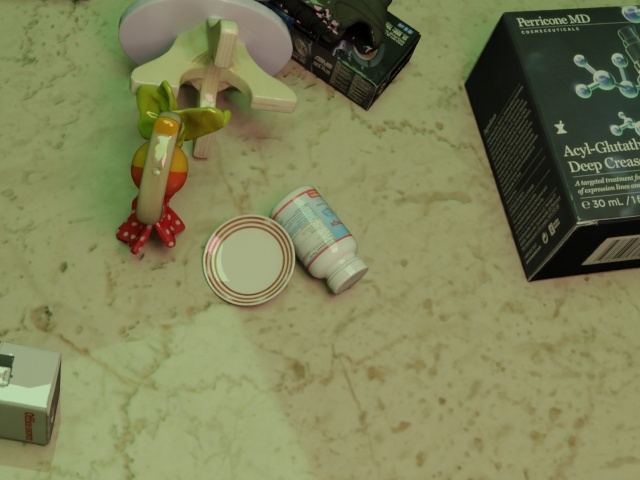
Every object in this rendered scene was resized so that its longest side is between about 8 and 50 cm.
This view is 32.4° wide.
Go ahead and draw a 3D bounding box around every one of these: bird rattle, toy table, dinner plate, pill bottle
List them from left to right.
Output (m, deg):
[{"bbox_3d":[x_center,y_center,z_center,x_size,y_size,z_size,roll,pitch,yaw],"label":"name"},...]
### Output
[{"bbox_3d":[-0.239,-0.100,1.580,0.143,0.207,0.253,22,95,-4],"label":"bird rattle"},{"bbox_3d":[-0.173,-0.271,1.710,0.274,0.252,0.161,-3,47,-7],"label":"toy table"},{"bbox_3d":[-0.107,0.030,1.662,0.141,0.017,0.141,-2,74,6],"label":"dinner plate"},{"bbox_3d":[0.000,0.000,1.682,0.087,0.087,0.160,-32,75,-25],"label":"pill bottle"}]

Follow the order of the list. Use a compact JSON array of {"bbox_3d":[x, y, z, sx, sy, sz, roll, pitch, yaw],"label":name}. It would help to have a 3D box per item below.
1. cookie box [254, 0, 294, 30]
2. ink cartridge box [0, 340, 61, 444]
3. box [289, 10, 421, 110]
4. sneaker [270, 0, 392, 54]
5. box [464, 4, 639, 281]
[{"bbox_3d":[-0.070,-0.395,1.893,0.092,0.040,0.107,35,60,7],"label":"cookie box"},{"bbox_3d":[-0.449,0.191,1.441,0.208,0.153,0.087,13,60,-8],"label":"ink cartridge box"},{"bbox_3d":[0.054,-0.335,1.871,0.180,0.077,0.147,36,62,6],"label":"box"},{"bbox_3d":[-0.008,-0.382,1.749,0.286,0.109,0.130,12,68,-25],"label":"sneaker"},{"bbox_3d":[0.449,-0.164,1.803,0.294,0.212,0.395,-7,65,-16],"label":"box"}]
